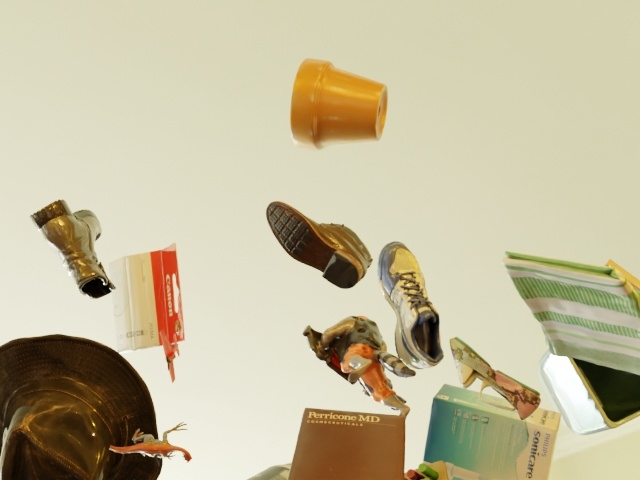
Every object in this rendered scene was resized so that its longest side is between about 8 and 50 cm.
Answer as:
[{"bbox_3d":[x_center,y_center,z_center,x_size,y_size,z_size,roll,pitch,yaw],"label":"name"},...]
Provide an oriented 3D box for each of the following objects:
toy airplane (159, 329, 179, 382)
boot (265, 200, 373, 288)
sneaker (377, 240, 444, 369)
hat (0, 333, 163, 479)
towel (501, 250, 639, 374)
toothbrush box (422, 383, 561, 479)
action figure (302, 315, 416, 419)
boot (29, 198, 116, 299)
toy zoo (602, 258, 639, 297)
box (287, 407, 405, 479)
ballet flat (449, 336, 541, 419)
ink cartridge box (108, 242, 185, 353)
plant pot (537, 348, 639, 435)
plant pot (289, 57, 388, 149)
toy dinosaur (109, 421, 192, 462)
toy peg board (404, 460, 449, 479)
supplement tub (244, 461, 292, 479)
[{"bbox_3d":[-0.399,0.303,1.946,0.028,0.151,0.151,-11,-34,-3],"label":"toy airplane"},{"bbox_3d":[0.000,0.000,1.344,0.082,0.219,0.106,-54,-13,27],"label":"boot"},{"bbox_3d":[0.216,0.141,1.626,0.112,0.296,0.131,-15,-2,-21],"label":"sneaker"},{"bbox_3d":[-0.398,0.309,1.068,0.331,0.134,0.331,2,-69,5],"label":"hat"},{"bbox_3d":[0.499,0.145,1.371,0.248,0.038,0.325,9,-34,44],"label":"towel"},{"bbox_3d":[0.413,0.498,1.763,0.296,0.216,0.126,10,11,22],"label":"toothbrush box"},{"bbox_3d":[0.137,0.298,1.731,0.341,0.330,0.178,38,-78,-24],"label":"action figure"},{"bbox_3d":[-0.556,0.041,1.703,0.118,0.222,0.338,-32,-3,-1],"label":"boot"},{"bbox_3d":[0.768,0.200,1.950,0.192,0.030,0.293,39,-42,11],"label":"toy zoo"},{"bbox_3d":[0.040,0.438,1.161,0.191,0.381,0.143,3,-69,5],"label":"box"},{"bbox_3d":[0.331,0.279,1.453,0.079,0.221,0.077,-51,-31,-8],"label":"ballet flat"},{"bbox_3d":[-0.555,0.190,2.294,0.091,0.308,0.385,-1,-11,-35],"label":"ink cartridge box"},{"bbox_3d":[0.715,0.366,1.888,0.247,0.247,0.252,-17,-23,-20],"label":"plant pot"},{"bbox_3d":[0.050,-0.300,1.647,0.188,0.205,0.205,9,-32,13],"label":"plant pot"},{"bbox_3d":[-0.209,0.274,0.938,0.082,0.047,0.090,5,19,43],"label":"toy dinosaur"},{"bbox_3d":[0.207,0.583,1.622,0.161,0.161,0.079,-26,-44,20],"label":"toy peg board"},{"bbox_3d":[-0.131,0.706,1.913,0.191,0.191,0.272,-27,-12,27],"label":"supplement tub"}]
